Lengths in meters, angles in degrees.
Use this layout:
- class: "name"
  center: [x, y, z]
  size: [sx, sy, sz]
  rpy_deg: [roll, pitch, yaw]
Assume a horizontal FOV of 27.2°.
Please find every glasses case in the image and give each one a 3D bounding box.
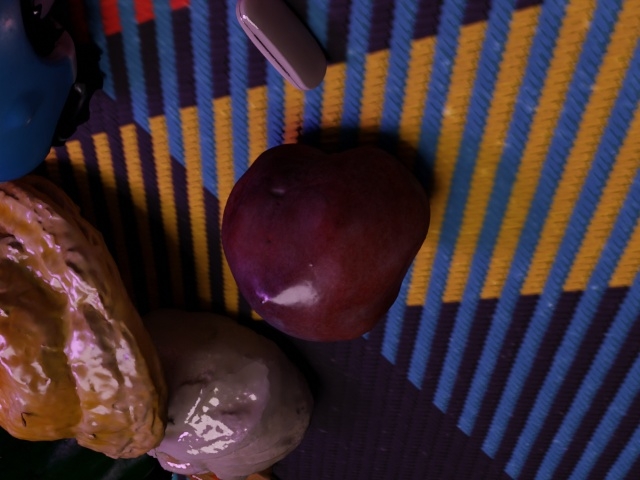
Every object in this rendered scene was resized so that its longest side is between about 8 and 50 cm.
- class: "glasses case"
  center: [-0.025, -0.134, 0.874]
  size: [0.021, 0.032, 0.083]
  rpy_deg: [-1, 141, 46]

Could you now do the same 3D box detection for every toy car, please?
- class: "toy car"
  center: [-0.278, -0.125, 0.939]
  size: [0.188, 0.190, 0.255]
  rpy_deg: [22, 152, 6]

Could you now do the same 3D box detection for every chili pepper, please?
- class: "chili pepper"
  center: [-0.314, 0.254, 1.515]
  size: [0.233, 0.257, 0.248]
  rpy_deg: [22, 146, 42]

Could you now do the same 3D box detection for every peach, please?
- class: "peach"
  center: [0.000, 0.000, 0.958]
  size: [0.152, 0.152, 0.152]
  rpy_deg: [20, 151, 12]

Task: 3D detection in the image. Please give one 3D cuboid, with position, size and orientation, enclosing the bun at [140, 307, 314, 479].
- class: "bun"
  center: [-0.119, 0.169, 1.351]
  size: [0.231, 0.133, 0.231]
  rpy_deg: [21, 153, 11]

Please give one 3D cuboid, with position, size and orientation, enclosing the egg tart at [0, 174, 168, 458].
- class: "egg tart"
  center: [-0.272, 0.088, 1.248]
  size: [0.319, 0.128, 0.319]
  rpy_deg: [37, 143, 34]

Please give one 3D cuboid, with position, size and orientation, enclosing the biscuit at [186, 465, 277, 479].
- class: "biscuit"
  center: [-0.141, 0.254, 1.604]
  size: [0.212, 0.041, 0.238]
  rpy_deg: [24, 152, 9]
